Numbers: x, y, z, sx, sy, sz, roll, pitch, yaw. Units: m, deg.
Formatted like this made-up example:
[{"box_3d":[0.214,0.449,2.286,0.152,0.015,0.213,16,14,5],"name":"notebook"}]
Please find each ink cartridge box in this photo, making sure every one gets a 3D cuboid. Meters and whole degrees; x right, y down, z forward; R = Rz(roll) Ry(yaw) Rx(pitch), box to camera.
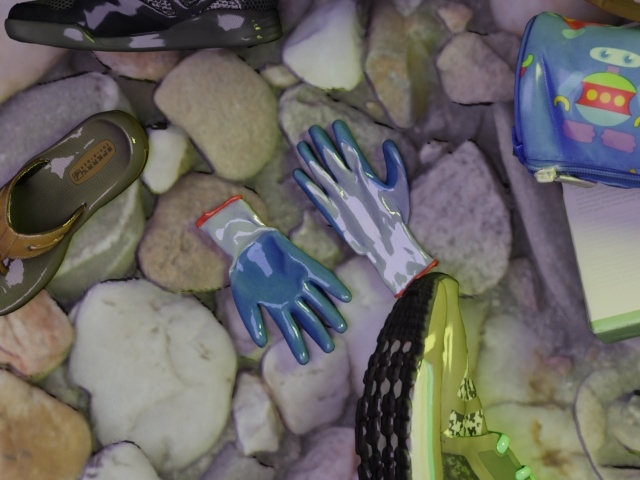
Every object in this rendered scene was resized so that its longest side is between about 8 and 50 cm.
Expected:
[{"box_3d":[0.271,-0.054,1.540,0.171,0.056,0.235,-15,73,16],"name":"ink cartridge box"}]

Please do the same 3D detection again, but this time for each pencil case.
[{"box_3d":[0.283,-0.083,1.450,0.306,0.119,0.133,11,76,20],"name":"pencil case"}]

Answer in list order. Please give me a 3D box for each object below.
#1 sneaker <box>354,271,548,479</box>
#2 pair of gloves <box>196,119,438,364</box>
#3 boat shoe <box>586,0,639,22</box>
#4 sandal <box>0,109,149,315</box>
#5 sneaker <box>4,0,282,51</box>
[{"box_3d":[0.137,0.225,1.597,0.182,0.158,0.410,-7,95,-16],"name":"sneaker"},{"box_3d":[0.000,0.000,1.635,0.198,0.023,0.159,-37,88,17],"name":"pair of gloves"},{"box_3d":[0.298,-0.218,1.482,0.341,0.110,0.122,21,114,8],"name":"boat shoe"},{"box_3d":[-0.233,-0.023,1.673,0.219,0.060,0.090,-41,86,16],"name":"sandal"},{"box_3d":[-0.148,-0.216,1.613,0.227,0.087,0.130,-4,95,12],"name":"sneaker"}]
